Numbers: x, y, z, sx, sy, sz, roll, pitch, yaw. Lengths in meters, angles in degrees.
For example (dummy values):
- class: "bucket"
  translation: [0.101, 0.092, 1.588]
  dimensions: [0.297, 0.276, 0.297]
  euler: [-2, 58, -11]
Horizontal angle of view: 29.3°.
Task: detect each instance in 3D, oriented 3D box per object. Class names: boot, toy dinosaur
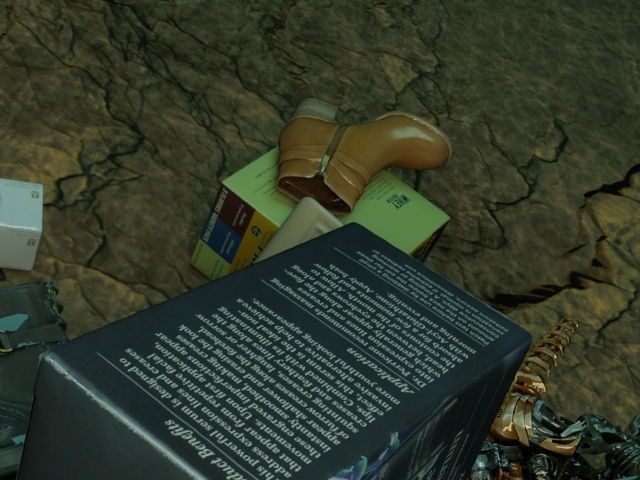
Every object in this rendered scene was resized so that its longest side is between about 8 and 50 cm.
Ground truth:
- class: "boot"
  translation: [-0.246, 0.129, 1.195]
  dimensions: [0.263, 0.091, 0.229]
  euler: [-4, 51, -27]
- class: "toy dinosaur"
  translation: [0.233, 0.222, 1.278]
  dimensions: [0.218, 0.164, 0.321]
  euler: [18, 79, 4]
- class: "boot"
  translation: [0.047, -0.082, 1.367]
  dimensions: [0.197, 0.073, 0.152]
  euler: [11, 40, 1]

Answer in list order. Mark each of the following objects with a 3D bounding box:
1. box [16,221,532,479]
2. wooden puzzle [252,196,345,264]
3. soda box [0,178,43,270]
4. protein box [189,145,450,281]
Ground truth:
- class: "box"
  translation: [-0.044, 0.196, 1.014]
  dimensions: [0.212, 0.293, 0.395]
  euler: [33, 32, 24]
- class: "wooden puzzle"
  translation: [0.008, 0.108, 1.271]
  dimensions: [0.239, 0.221, 0.044]
  euler: [41, 12, 18]
- class: "soda box"
  translation: [-0.405, -0.027, 1.290]
  dimensions: [0.216, 0.069, 0.074]
  euler: [7, 45, -19]
- class: "protein box"
  translation: [0.000, 0.000, 1.414]
  dimensions: [0.201, 0.136, 0.200]
  euler: [38, 42, 13]
